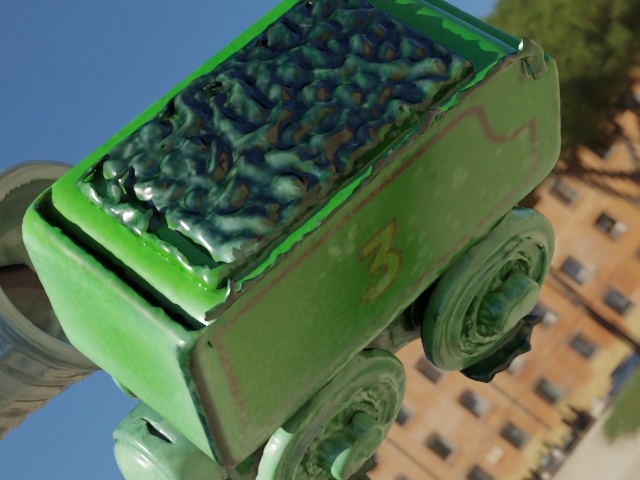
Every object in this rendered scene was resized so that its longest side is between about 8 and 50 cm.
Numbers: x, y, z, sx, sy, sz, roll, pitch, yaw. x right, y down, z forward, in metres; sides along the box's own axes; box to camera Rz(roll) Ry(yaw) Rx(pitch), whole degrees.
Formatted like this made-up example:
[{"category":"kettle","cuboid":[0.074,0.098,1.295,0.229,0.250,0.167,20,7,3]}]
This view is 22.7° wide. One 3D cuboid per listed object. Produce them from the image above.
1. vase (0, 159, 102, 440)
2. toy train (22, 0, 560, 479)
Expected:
[{"category":"vase","cuboid":[-0.229,0.085,1.032,0.299,0.143,0.143,-40,-1,40]},{"category":"toy train","cuboid":[0.000,0.000,0.675,0.243,0.132,0.188,-41,-33,-23]}]
